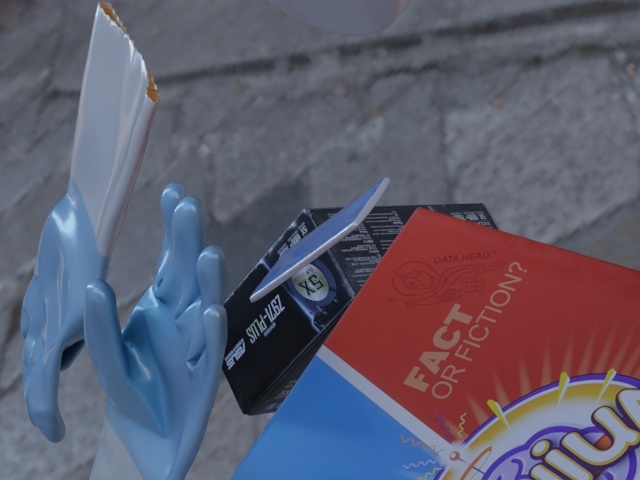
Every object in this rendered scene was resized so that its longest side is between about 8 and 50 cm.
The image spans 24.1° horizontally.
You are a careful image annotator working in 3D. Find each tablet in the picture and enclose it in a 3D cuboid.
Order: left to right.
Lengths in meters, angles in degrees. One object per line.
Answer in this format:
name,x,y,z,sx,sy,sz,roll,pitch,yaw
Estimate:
tablet,0.000,0.000,0.774,0.083,0.006,0.054,-36,10,34

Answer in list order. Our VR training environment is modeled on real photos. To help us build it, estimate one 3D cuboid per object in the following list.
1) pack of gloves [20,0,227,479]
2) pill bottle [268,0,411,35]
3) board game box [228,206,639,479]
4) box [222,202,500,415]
pack of gloves,-0.109,0.041,0.671,0.195,0.046,0.232,58,139,42
pill bottle,0.074,-0.328,1.012,0.363,0.210,0.210,-55,26,-20
board game box,0.112,0.129,0.611,0.316,0.064,0.242,18,62,38
box,0.034,0.047,1.070,0.147,0.180,0.077,-48,58,37
